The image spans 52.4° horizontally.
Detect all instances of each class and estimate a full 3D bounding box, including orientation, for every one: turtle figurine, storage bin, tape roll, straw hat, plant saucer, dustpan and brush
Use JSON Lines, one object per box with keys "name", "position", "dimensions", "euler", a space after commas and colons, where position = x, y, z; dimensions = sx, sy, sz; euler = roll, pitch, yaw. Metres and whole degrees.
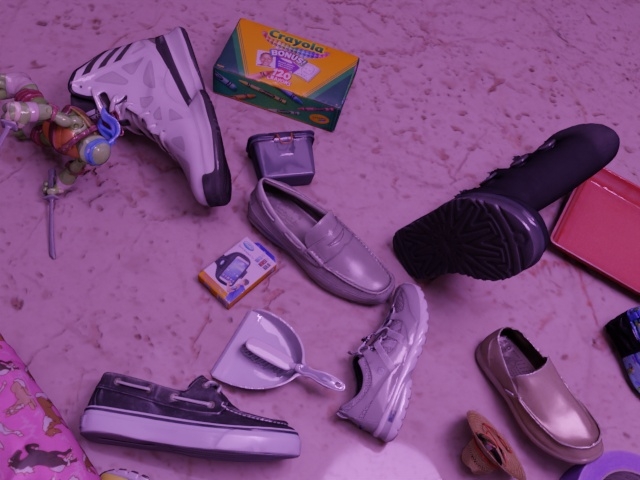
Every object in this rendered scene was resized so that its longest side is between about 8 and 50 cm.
{"name": "turtle figurine", "position": [-0.507, -0.168, 1.135], "dimensions": [0.266, 0.198, 0.274], "euler": [38, 90, 35]}
{"name": "storage bin", "position": [-0.071, -0.159, 1.285], "dimensions": [0.135, 0.098, 0.091], "euler": [-8, 72, -15]}
{"name": "tape roll", "position": [0.476, 0.437, 1.033], "dimensions": [0.189, 0.080, 0.188], "euler": [5, 58, -8]}
{"name": "straw hat", "position": [0.263, 0.347, 1.052], "dimensions": [0.061, 0.144, 0.144], "euler": [-44, 70, 14]}
{"name": "plant saucer", "position": [0.622, -0.012, 1.348], "dimensions": [0.259, 0.047, 0.259], "euler": [31, 58, 9]}
{"name": "dustpan and brush", "position": [-0.058, 0.205, 1.083], "dimensions": [0.211, 0.060, 0.147], "euler": [27, 58, 6]}

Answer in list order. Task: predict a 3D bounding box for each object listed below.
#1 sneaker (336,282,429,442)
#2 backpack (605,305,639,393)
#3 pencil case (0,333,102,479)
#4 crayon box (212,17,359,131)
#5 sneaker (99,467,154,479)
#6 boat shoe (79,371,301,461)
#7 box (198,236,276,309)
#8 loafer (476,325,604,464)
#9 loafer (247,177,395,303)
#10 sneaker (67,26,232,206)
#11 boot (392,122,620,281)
{"name": "sneaker", "position": [0.107, 0.187, 1.098], "dimensions": [0.115, 0.105, 0.281], "euler": [18, 59, 0]}
{"name": "backpack", "position": [0.631, 0.203, 1.182], "dimensions": [0.158, 0.117, 0.173], "euler": [-6, 64, -13]}
{"name": "pencil case", "position": [-0.444, 0.287, 0.906], "dimensions": [0.167, 0.160, 0.386], "euler": [-31, 70, -31]}
{"name": "crayon box", "position": [-0.073, -0.359, 1.404], "dimensions": [0.279, 0.081, 0.165], "euler": [18, 58, 1]}
{"name": "sneaker", "position": [-0.237, 0.401, 0.922], "dimensions": [0.209, 0.081, 0.094], "euler": [29, 61, 7]}
{"name": "boat shoe", "position": [-0.191, 0.261, 0.989], "dimensions": [0.335, 0.121, 0.119], "euler": [9, 63, -3]}
{"name": "box", "position": [-0.144, 0.053, 1.178], "dimensions": [0.081, 0.028, 0.136], "euler": [41, 63, 14]}
{"name": "loafer", "position": [0.361, 0.250, 1.085], "dimensions": [0.102, 0.092, 0.268], "euler": [-25, 51, -20]}
{"name": "loafer", "position": [0.000, 0.000, 1.186], "dimensions": [0.320, 0.111, 0.112], "euler": [33, 59, 10]}
{"name": "sneaker", "position": [-0.331, -0.215, 1.250], "dimensions": [0.258, 0.169, 0.447], "euler": [-17, 57, -9]}
{"name": "boot", "position": [0.395, -0.086, 1.182], "dimensions": [0.445, 0.367, 0.146], "euler": [-26, 98, -24]}
